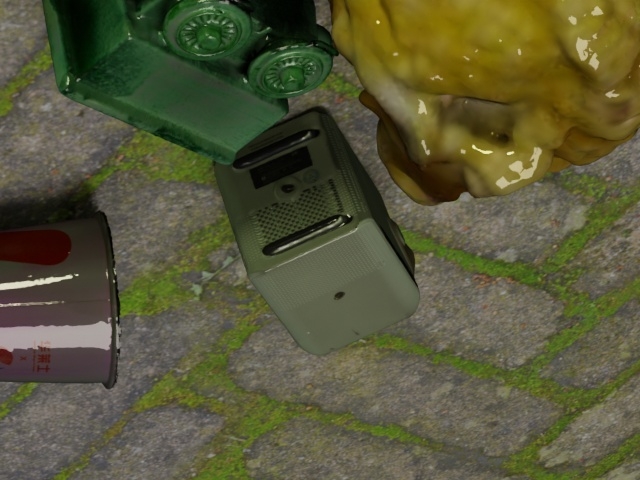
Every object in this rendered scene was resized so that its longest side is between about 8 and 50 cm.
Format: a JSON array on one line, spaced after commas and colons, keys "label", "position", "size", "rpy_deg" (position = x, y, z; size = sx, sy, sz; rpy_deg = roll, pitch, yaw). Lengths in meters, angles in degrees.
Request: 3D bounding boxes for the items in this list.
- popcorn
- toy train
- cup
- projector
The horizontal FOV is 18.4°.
[{"label": "popcorn", "position": [0.182, -0.229, 1.858], "size": [0.390, 0.344, 0.354], "rpy_deg": [-37, 173, 39]}, {"label": "toy train", "position": [-0.113, -0.199, 1.889], "size": [0.202, 0.145, 0.266], "rpy_deg": [-33, 144, 30]}, {"label": "cup", "position": [-0.369, 0.070, 2.110], "size": [0.289, 0.203, 0.203], "rpy_deg": [-4, 142, -15]}, {"label": "projector", "position": [0.000, 0.000, 2.197], "size": [0.163, 0.177, 0.242], "rpy_deg": [-25, 144, 8]}]
